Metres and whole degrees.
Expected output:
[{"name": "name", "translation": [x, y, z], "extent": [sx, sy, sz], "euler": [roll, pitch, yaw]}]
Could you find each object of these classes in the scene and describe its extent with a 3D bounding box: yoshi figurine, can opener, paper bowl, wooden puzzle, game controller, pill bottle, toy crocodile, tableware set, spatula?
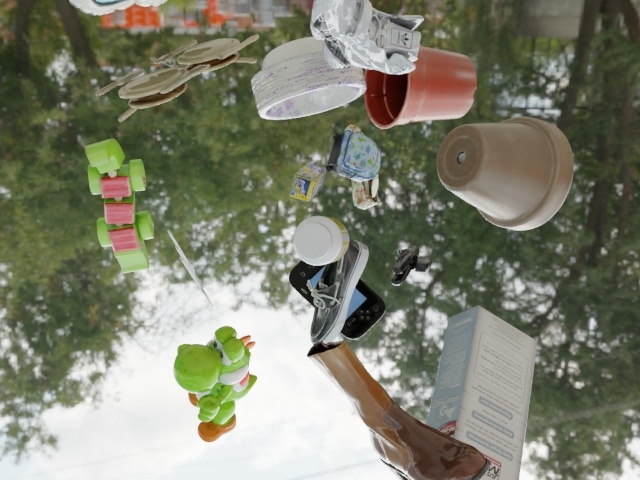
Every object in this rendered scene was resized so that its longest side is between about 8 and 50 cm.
[{"name": "yoshi figurine", "translation": [-0.271, 0.330, 1.775], "extent": [0.204, 0.362, 0.203], "euler": [23, -131, 6]}, {"name": "can opener", "translation": [0.186, 0.049, 1.623], "extent": [0.073, 0.059, 0.186], "euler": [2, -169, 23]}, {"name": "paper bowl", "translation": [-0.036, -0.415, 1.920], "extent": [0.285, 0.148, 0.284], "euler": [-15, 177, -1]}, {"name": "wooden puzzle", "translation": [-0.351, -0.401, 1.713], "extent": [0.083, 0.006, 0.049], "euler": [21, -170, 11]}, {"name": "game controller", "translation": [0.050, 0.164, 2.374], "extent": [0.166, 0.067, 0.319], "euler": [-40, -114, -19]}, {"name": "pill bottle", "translation": [0.000, 0.000, 1.591], "extent": [0.103, 0.103, 0.184], "euler": [3, -179, 10]}, {"name": "toy crocodile", "translation": [-0.425, -0.065, 1.612], "extent": [0.115, 0.340, 0.105], "euler": [-5, -144, -7]}, {"name": "tableware set", "translation": [-0.171, -0.208, 0.960], "extent": [0.128, 0.039, 0.194], "euler": [6, -145, 36]}, {"name": "spatula", "translation": [-0.390, 0.081, 2.236], "extent": [0.019, 0.242, 0.168], "euler": [-29, -130, -5]}]

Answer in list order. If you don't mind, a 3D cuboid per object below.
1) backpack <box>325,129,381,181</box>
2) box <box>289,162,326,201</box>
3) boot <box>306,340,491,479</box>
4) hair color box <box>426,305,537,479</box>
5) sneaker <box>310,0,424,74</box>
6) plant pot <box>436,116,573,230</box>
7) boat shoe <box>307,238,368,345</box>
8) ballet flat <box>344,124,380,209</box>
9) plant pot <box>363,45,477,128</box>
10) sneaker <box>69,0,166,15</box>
[{"name": "backpack", "translation": [0.087, -0.192, 1.758], "extent": [0.114, 0.104, 0.084], "euler": [23, 163, -29]}, {"name": "box", "translation": [-0.030, -0.151, 1.933], "extent": [0.054, 0.059, 0.169], "euler": [19, -161, 5]}, {"name": "boot", "translation": [0.118, 0.265, 1.204], "extent": [0.096, 0.280, 0.264], "euler": [-37, -171, -18]}, {"name": "hair color box", "translation": [0.347, 0.353, 1.647], "extent": [0.185, 0.374, 0.114], "euler": [31, 145, -18]}, {"name": "sneaker", "translation": [0.104, -0.450, 1.577], "extent": [0.210, 0.137, 0.366], "euler": [9, 174, 9]}, {"name": "plant pot", "translation": [0.390, -0.168, 1.694], "extent": [0.229, 0.262, 0.263], "euler": [10, -172, -36]}, {"name": "boat shoe", "translation": [0.024, 0.138, 2.012], "extent": [0.105, 0.306, 0.113], "euler": [19, -169, -31]}, {"name": "ballet flat", "translation": [0.124, -0.203, 2.100], "extent": [0.077, 0.240, 0.091], "euler": [4, -159, 40]}, {"name": "plant pot", "translation": [0.311, -0.474, 2.305], "extent": [0.265, 0.272, 0.272], "euler": [-3, -164, -25]}, {"name": "sneaker", "translation": [-0.260, -0.399, 1.089], "extent": [0.110, 0.107, 0.275], "euler": [-35, -167, 33]}]
